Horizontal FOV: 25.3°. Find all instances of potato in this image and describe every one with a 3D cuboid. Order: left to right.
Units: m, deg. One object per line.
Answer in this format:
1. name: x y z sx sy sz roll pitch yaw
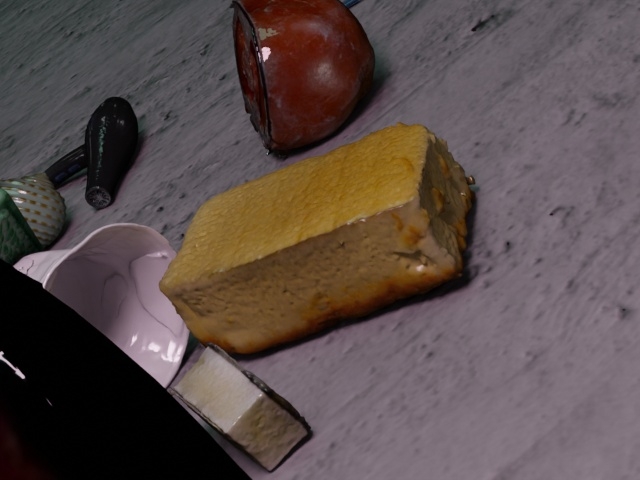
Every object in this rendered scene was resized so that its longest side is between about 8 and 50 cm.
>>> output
1. potato: -0.068 0.140 1.205 0.061 0.086 0.122 -50 31 -8

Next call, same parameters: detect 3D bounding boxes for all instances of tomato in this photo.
1. tomato: -0.016 -0.210 1.683 0.155 0.181 0.214 -14 34 -6

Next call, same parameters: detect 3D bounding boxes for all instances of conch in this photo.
1. conch: -0.393 -0.021 1.793 0.153 0.102 0.135 -42 14 -19

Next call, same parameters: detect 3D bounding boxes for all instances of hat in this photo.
1. hat: -0.230 0.074 1.351 0.126 0.203 0.203 5 43 41

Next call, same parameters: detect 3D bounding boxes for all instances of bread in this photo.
1. bread: 0.000 0.000 1.341 0.274 0.114 0.185 -19 26 21

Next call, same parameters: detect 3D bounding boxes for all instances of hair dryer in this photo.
1. hair dryer: -0.337 -0.083 1.900 0.219 0.075 0.195 -29 34 26

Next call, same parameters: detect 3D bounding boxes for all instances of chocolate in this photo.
1. chocolate: -0.253 0.222 1.007 0.331 0.383 0.383 -49 28 -2

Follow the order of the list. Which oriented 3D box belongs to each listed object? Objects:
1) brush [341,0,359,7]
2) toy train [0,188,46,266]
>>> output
1. brush: -0.007 -0.300 1.963 0.164 0.014 0.051 -32 28 -4
2. toy train: -0.390 0.020 1.421 0.201 0.266 0.145 23 71 14
